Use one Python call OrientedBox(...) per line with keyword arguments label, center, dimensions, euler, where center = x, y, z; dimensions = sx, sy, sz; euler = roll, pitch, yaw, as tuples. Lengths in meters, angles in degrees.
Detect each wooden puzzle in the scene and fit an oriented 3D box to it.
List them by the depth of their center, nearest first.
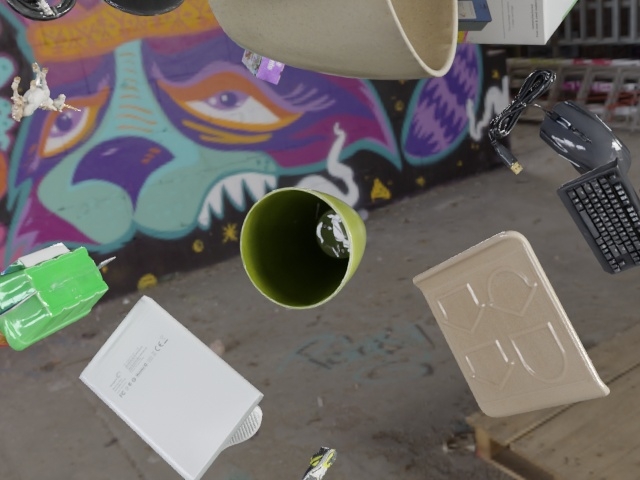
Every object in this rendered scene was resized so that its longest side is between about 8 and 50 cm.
OrientedBox(label="wooden puzzle", center=(0.371, 0.170, 1.437), dimensions=(0.081, 0.347, 0.322), euler=(-27, -5, -34))

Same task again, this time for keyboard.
OrientedBox(label="keyboard", center=(0.375, -0.028, 0.895), dimensions=(0.108, 0.180, 0.023), euler=(-28, 39, 22))

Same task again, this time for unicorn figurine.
OrientedBox(label="unicorn figurine", center=(-0.549, -0.282, 1.417), dimensions=(0.060, 0.111, 0.162), euler=(30, 43, 16))

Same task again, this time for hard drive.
OrientedBox(label="hard drive", center=(-0.327, 0.317, 1.578), dimensions=(0.353, 0.233, 0.047), euler=(37, -4, 19))

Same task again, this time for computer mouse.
OrientedBox(label="computer mouse", center=(0.445, -0.178, 1.362), dimensions=(0.184, 0.262, 0.060), euler=(-44, 0, 9))

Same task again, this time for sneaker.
OrientedBox(label="sneaker", center=(-0.006, 0.413, 1.332), dimensions=(0.083, 0.031, 0.035), euler=(-41, 32, -25))
OrientedBox(label="sneaker", center=(-0.257, 0.468, 1.943), dimensions=(0.282, 0.102, 0.161), euler=(-36, 25, 29))

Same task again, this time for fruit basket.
OrientedBox(label="fruit basket", center=(-0.645, 0.140, 1.523), dimensions=(0.353, 0.165, 0.327), euler=(-21, 6, 25))

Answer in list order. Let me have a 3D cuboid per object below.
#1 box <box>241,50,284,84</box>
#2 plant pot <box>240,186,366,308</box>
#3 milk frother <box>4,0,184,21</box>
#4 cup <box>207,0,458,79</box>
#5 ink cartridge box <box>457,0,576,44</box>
OrientedBox(label="box", center=(-0.116, -0.496, 1.735), dimensions=(0.057, 0.200, 0.293), euler=(16, 17, -18))
OrientedBox(label="plant pot", center=(0.000, 0.000, 1.739), dimensions=(0.275, 0.274, 0.293), euler=(0, 7, 24))
OrientedBox(label="milk frother", center=(-0.173, -0.245, 0.561), dimensions=(0.129, 0.134, 0.143), euler=(30, 59, 3))
OrientedBox(label="cup", center=(0.000, -0.331, 0.850), dimensions=(0.237, 0.331, 0.331), euler=(-8, 17, 26))
OrientedBox(label="ink cartridge box", center=(0.237, -0.351, 1.029), dimensions=(0.213, 0.093, 0.154), euler=(12, 44, 30))
